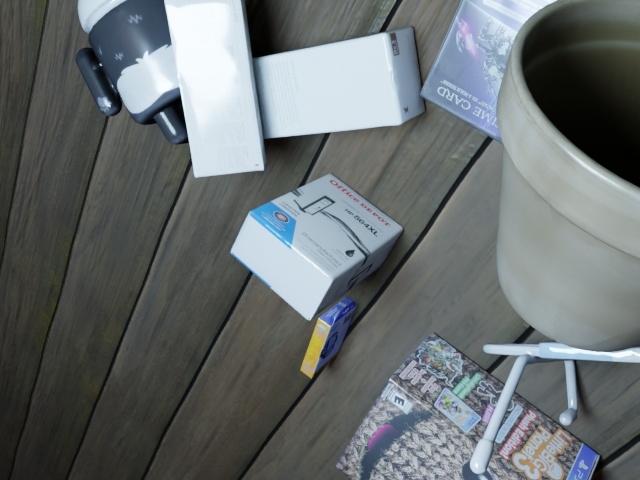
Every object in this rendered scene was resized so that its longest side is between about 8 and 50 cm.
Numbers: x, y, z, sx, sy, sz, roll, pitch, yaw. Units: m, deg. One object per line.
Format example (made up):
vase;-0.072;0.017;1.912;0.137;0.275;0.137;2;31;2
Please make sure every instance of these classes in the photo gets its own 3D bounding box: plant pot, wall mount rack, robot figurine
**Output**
plant pot;0.308;-0.042;0.687;0.323;0.323;0.280;33;145;19
wall mount rack;0.327;0.177;0.751;0.350;0.304;0.130;-5;83;38
robot figurine;-0.239;-0.284;1.027;0.278;0.209;0.173;61;153;-5

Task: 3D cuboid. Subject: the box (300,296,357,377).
box;0.015;0.151;1.110;0.028;0.081;0.136;31;126;21

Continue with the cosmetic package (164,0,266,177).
cosmetic package;-0.136;-0.211;0.925;0.099;0.060;0.239;-5;109;4

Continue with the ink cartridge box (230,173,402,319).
ink cartridge box;0.000;0.000;0.967;0.148;0.203;0.086;38;127;15

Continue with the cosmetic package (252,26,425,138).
cosmetic package;0.017;-0.209;0.932;0.231;0.085;0.117;1;111;34

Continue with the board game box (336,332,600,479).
board game box;0.206;0.327;1.017;0.291;0.141;0.232;36;128;17

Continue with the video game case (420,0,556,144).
video game case;0.249;-0.240;0.786;0.196;0.026;0.274;35;129;17
